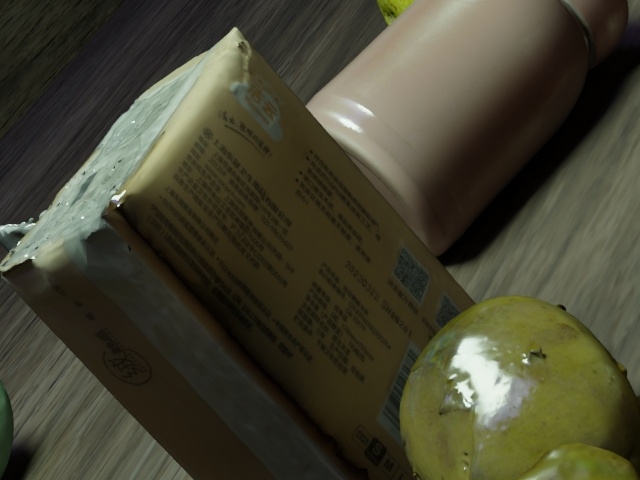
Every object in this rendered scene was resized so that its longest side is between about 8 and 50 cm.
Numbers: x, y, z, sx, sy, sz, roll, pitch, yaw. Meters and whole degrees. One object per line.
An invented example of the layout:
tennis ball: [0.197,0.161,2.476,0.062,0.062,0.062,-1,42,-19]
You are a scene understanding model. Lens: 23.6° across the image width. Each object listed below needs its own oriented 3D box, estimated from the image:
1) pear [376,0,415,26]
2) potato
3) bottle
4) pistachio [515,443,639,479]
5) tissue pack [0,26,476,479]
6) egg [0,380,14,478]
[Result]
pear: [0.142,-0.280,1.562,0.197,0.197,0.197,-36,20,15]
potato: [0.116,0.105,0.899,0.137,0.137,0.176,-42,22,-2]
bottle: [0.131,-0.136,1.339,0.297,0.173,0.206,-47,-13,-16]
pistachio: [0.103,0.193,0.777,0.189,0.100,0.110,-45,40,1]
tissue pack: [-0.065,0.055,1.070,0.238,0.305,0.238,-35,21,16]
egg: [-0.442,0.225,1.580,0.282,0.203,0.203,-39,19,15]
